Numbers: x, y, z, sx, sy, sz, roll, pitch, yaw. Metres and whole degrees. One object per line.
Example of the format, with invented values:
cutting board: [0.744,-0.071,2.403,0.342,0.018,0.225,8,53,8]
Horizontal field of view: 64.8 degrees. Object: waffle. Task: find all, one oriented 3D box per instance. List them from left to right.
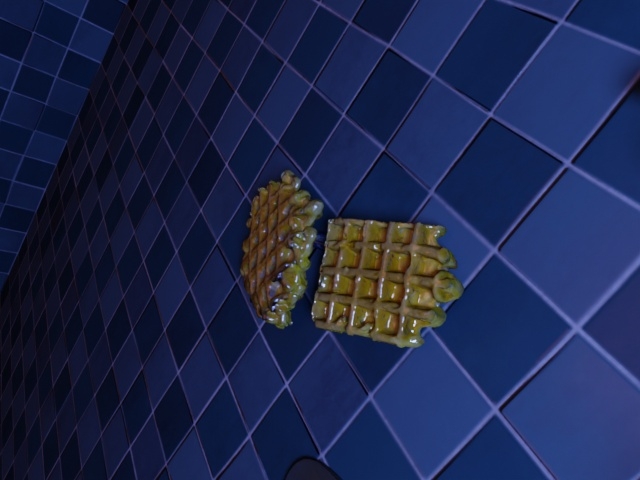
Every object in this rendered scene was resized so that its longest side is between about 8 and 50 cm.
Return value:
waffle: [-0.072,0.006,0.834,0.237,0.058,0.244,34,110,61]
waffle: [0.087,0.055,0.657,0.210,0.055,0.161,6,82,44]

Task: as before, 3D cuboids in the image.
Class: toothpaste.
toothpaste: [0.000,0.000,0.801,0.139,0.021,0.037,18,89,46]

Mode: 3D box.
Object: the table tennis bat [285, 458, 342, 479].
table tennis bat: [0.018,0.386,0.657,0.234,0.022,0.131,22,93,51]
